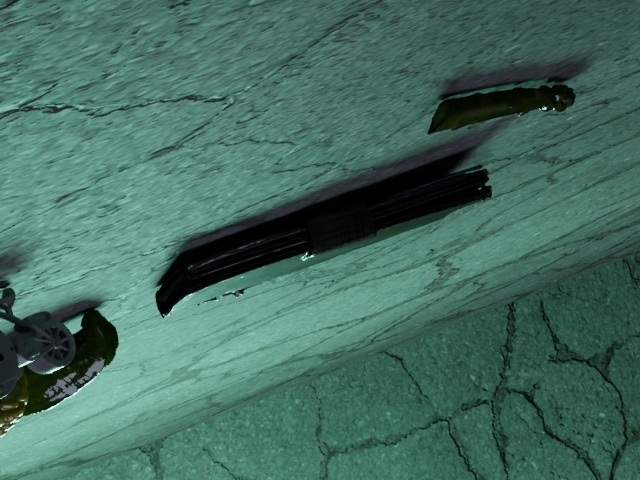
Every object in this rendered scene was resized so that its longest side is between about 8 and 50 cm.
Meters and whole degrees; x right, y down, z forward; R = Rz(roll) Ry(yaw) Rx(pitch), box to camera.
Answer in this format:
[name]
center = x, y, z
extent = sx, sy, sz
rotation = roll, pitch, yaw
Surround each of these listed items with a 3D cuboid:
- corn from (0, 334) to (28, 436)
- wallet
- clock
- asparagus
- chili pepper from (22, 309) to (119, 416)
[corn]
center = -0.379, 0.173, 1.692
extent = 0.310, 0.101, 0.101
rotation = -28, 171, 29
[wallet]
center = 0.000, -0.001, 1.798
extent = 0.317, 0.044, 0.169
rotation = -19, 175, -16
[clock]
center = -0.253, 0.082, 1.485
extent = 0.041, 0.087, 0.129
rotation = -24, 174, 41
[asparagus]
center = 0.158, -0.113, 1.547
extent = 0.034, 0.027, 0.236
rotation = -23, 174, 38
[chili pepper]
center = -0.286, 0.133, 1.820
extent = 0.204, 0.073, 0.072
rotation = -23, -174, 15
